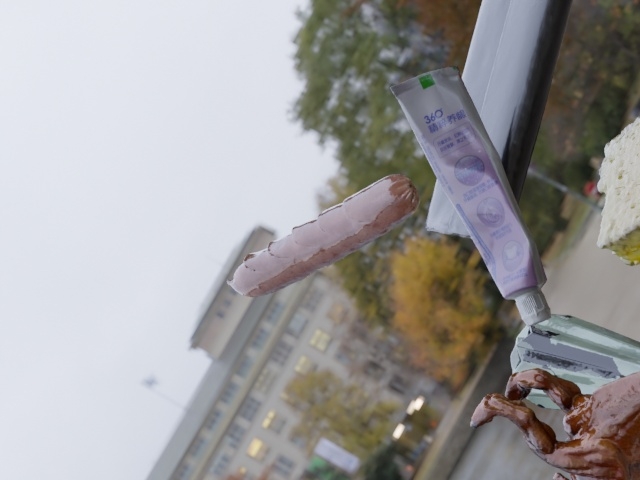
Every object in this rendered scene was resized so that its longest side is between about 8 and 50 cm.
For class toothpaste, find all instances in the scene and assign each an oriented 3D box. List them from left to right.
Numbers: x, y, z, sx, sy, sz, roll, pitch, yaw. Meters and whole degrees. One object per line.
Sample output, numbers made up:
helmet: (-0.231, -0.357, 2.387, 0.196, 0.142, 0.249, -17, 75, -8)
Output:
toothpaste: (0.172, -0.049, 1.329, 0.075, 0.301, 0.048, -27, -11, 19)

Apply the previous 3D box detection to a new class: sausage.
sausage: (0.001, 0.002, 1.992, 0.433, 0.088, 0.088, -28, 14, 39)

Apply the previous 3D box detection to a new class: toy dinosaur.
toy dinosaur: (0.262, 0.183, 1.218, 0.097, 0.208, 0.432, -59, -17, -26)

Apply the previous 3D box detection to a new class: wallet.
wallet: (0.221, -0.199, 1.478, 0.228, 0.062, 0.406, -162, 86, -79)

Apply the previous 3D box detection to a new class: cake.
cake: (0.589, -0.054, 1.848, 0.227, 0.286, 0.222, 136, 153, -60)

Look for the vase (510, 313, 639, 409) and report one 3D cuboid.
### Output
vase: (0.472, 0.215, 1.958, 0.165, 0.360, 0.165, -6, -81, -38)
